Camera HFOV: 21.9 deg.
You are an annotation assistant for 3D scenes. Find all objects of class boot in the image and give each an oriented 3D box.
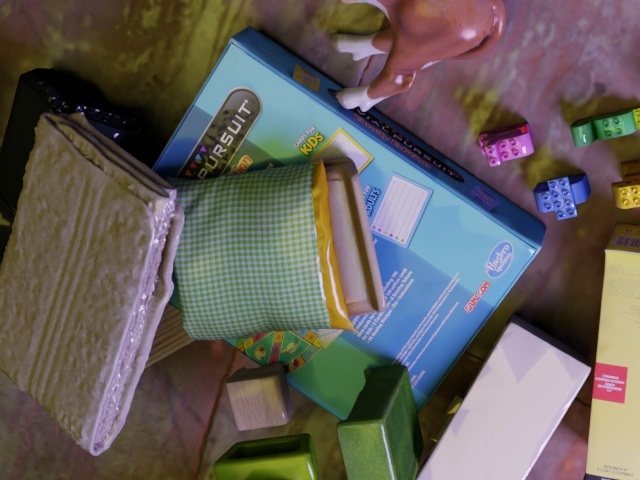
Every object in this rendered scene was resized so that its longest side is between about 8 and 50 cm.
[{"bbox_3d":[-0.305,-0.076,1.630,0.247,0.094,0.207,22,110,13],"label":"boot"}]

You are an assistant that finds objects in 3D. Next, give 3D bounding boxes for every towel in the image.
[{"bbox_3d":[-0.223,0.036,1.534,0.187,0.049,0.282,38,120,31],"label":"towel"}]

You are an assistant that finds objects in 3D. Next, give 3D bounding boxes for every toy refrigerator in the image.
[{"bbox_3d":[0.141,0.204,1.534,0.094,0.102,0.269,30,96,6],"label":"toy refrigerator"}]

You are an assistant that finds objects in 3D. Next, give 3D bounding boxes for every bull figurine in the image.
[{"bbox_3d":[0.028,-0.270,1.456,0.188,0.101,0.310,-37,88,31],"label":"bull figurine"}]

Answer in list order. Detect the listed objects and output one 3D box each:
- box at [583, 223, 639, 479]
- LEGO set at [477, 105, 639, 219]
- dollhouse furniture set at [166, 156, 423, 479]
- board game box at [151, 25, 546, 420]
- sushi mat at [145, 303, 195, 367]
[{"bbox_3d":[0.281,0.108,1.509,0.058,0.087,0.232,8,111,15],"label":"box"},{"bbox_3d":[0.250,-0.067,1.456,0.227,0.093,0.087,-12,104,21],"label":"LEGO set"},{"bbox_3d":[-0.039,0.091,1.461,0.198,0.151,0.301,-9,104,15],"label":"dollhouse furniture set"},{"bbox_3d":[0.000,0.000,1.548,0.336,0.079,0.253,35,110,0],"label":"board game box"},{"bbox_3d":[-0.174,0.042,1.667,0.317,0.019,0.151,-29,96,23],"label":"sushi mat"}]
